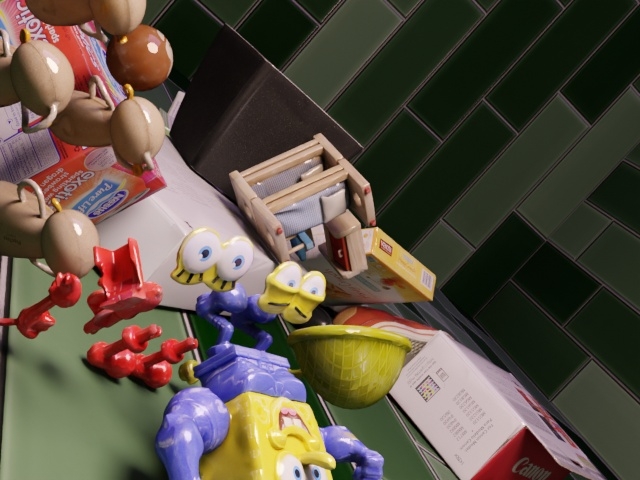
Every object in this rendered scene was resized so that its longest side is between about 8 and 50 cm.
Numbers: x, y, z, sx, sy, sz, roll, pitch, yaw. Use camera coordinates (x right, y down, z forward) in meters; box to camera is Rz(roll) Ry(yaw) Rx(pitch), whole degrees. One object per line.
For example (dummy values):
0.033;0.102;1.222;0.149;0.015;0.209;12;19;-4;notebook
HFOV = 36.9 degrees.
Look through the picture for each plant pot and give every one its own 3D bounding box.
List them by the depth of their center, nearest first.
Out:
-0.090;-0.146;1.270;0.188;0.167;0.187;39;6;-35;plant pot

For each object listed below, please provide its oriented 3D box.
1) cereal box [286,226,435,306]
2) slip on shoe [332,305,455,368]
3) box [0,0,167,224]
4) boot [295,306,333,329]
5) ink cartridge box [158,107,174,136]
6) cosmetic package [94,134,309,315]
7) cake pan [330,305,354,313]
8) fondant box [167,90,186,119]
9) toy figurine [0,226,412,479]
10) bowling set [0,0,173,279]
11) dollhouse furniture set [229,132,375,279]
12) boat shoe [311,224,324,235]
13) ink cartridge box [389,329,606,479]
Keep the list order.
0.024;0.046;1.412;0.240;0.047;0.173;-7;-29;36;cereal box
0.126;0.171;1.547;0.101;0.123;0.331;42;10;35;slip on shoe
-0.259;-0.141;0.883;0.256;0.128;0.122;63;2;22;box
-0.047;0.088;1.351;0.121;0.045;0.099;38;1;34;boot
-0.220;-0.139;1.776;0.235;0.056;0.171;38;7;-18;ink cartridge box
-0.191;-0.041;1.119;0.284;0.097;0.377;42;6;19;cosmetic package
-0.039;0.026;1.669;0.293;0.054;0.293;41;2;-2;cake pan
-0.150;-0.197;2.032;0.330;0.096;0.238;26;6;1;fondant box
-0.053;0.156;0.704;0.362;0.191;0.217;28;43;-55;toy figurine
-0.167;-0.133;0.687;0.154;0.200;0.287;15;-57;44;bowling set
-0.011;-0.007;1.193;0.129;0.129;0.183;50;-20;44;dollhouse furniture set
0.000;0.000;2.130;0.184;0.066;0.063;43;-8;26;boat shoe
0.284;0.308;1.489;0.272;0.130;0.309;49;10;37;ink cartridge box
